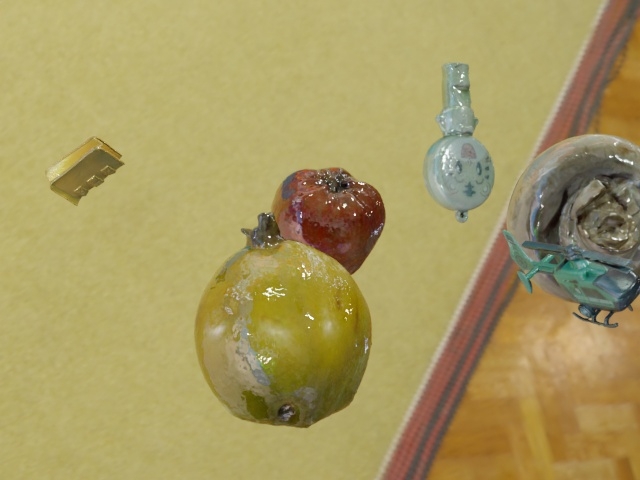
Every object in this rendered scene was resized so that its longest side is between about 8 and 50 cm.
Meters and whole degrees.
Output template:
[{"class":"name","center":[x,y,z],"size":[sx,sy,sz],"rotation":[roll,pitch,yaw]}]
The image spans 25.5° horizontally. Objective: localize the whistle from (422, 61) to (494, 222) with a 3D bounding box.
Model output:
[{"class":"whistle","center":[0.217,-0.156,2.265],"size":[0.126,0.067,0.258],"rotation":[1,86,-34]}]

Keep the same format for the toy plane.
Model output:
[{"class":"toy plane","center":[0.292,0.040,1.624],"size":[0.060,0.235,0.096],"rotation":[-46,115,-16]}]

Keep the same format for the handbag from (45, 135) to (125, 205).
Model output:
[{"class":"handbag","center":[-0.282,-0.084,1.696],"size":[0.061,0.083,0.027],"rotation":[39,20,-52]}]

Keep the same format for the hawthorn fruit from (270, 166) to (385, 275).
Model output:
[{"class":"hawthorn fruit","center":[0.000,0.000,1.964],"size":[0.162,0.203,0.163],"rotation":[10,37,-8]}]

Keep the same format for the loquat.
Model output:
[{"class":"loquat","center":[-0.047,0.088,1.618],"size":[0.213,0.213,0.246],"rotation":[-16,99,-45]}]

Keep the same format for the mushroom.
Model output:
[{"class":"mushroom","center":[0.358,-0.024,1.839],"size":[0.226,0.178,0.226],"rotation":[-4,107,-15]}]
